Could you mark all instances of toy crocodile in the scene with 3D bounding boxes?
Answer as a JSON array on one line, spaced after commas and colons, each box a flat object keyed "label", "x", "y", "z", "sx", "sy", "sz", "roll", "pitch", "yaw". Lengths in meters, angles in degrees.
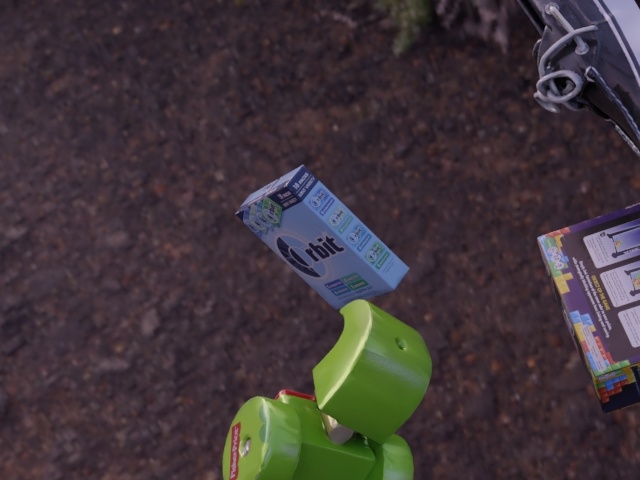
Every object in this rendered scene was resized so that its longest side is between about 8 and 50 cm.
[{"label": "toy crocodile", "x": -0.034, "y": 0.193, "z": 0.971, "sx": 0.340, "sy": 0.115, "sz": 0.105, "roll": -62, "pitch": 27, "yaw": 21}]

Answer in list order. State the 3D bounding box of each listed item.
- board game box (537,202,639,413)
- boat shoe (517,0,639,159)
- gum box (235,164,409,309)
[{"label": "board game box", "x": 0.262, "y": 0.043, "z": 1.122, "sx": 0.141, "sy": 0.048, "sz": 0.170, "roll": -17, "pitch": 40, "yaw": 5}, {"label": "boat shoe", "x": 0.224, "y": -0.153, "z": 1.193, "sx": 0.105, "sy": 0.113, "sz": 0.306, "roll": -24, "pitch": 65, "yaw": 6}, {"label": "gum box", "x": 0.000, "y": 0.000, "z": 1.762, "sx": 0.041, "sy": 0.184, "sz": 0.157, "roll": -53, "pitch": 13, "yaw": -26}]
